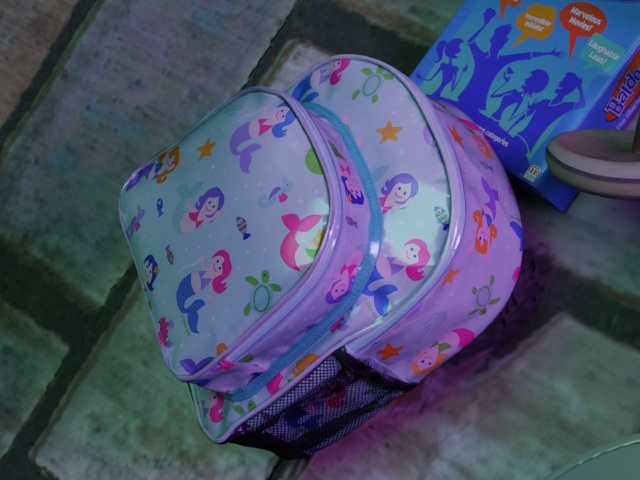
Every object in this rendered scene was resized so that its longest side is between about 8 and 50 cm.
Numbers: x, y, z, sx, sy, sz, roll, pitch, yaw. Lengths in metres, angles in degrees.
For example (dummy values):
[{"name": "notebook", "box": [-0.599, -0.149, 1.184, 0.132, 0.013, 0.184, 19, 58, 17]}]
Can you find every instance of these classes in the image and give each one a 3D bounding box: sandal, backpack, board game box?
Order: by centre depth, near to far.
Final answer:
[{"name": "sandal", "box": [0.270, -0.082, 0.999, 0.303, 0.120, 0.086, -10, 95, 45]}, {"name": "backpack", "box": [0.000, 0.000, 1.132, 0.254, 0.191, 0.225, -33, 56, 18]}, {"name": "board game box", "box": [0.171, -0.145, 1.187, 0.160, 0.047, 0.210, 35, 89, 44]}]

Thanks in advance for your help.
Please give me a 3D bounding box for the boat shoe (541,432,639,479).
[{"name": "boat shoe", "box": [0.144, 0.208, 0.987, 0.254, 0.079, 0.095, -39, 32, 3]}]
